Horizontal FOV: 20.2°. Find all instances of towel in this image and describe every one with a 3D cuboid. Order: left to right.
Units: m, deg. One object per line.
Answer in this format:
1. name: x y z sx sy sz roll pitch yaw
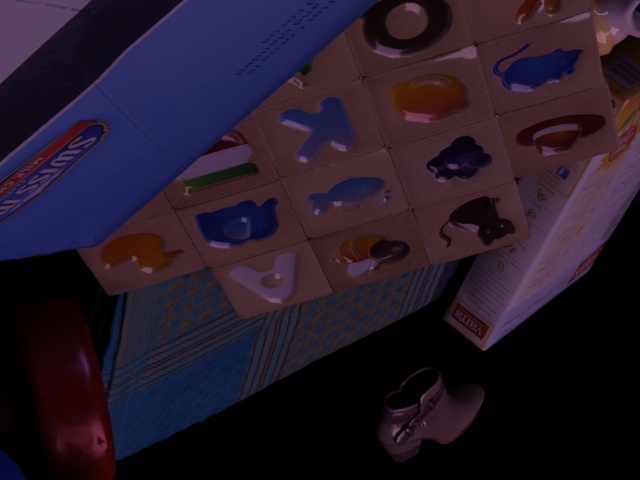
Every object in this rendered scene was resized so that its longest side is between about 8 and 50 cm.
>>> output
1. towel: 0.000 0.000 1.148 0.370 0.040 0.271 -25 151 -35

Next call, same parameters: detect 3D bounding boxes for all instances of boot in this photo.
1. boot: 0.093 0.134 1.489 0.118 0.042 0.087 -37 147 -25

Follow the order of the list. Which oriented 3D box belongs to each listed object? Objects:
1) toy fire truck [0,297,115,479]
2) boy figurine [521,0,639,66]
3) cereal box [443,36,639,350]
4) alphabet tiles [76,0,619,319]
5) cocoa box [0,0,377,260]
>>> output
1. toy fire truck: -0.169 0.106 0.788 0.169 0.302 0.254 -11 150 -12
2. boy figurine: 0.092 -0.155 0.895 0.285 0.177 0.092 -42 -174 31
3. cereal box: 0.191 -0.045 1.296 0.173 0.047 0.240 -30 154 -49
4. alphabet tiles: -0.008 -0.073 0.865 0.285 0.011 0.342 -17 144 6
5. cocoa box: -0.061 -0.175 0.457 0.347 0.231 0.228 -39 167 23
